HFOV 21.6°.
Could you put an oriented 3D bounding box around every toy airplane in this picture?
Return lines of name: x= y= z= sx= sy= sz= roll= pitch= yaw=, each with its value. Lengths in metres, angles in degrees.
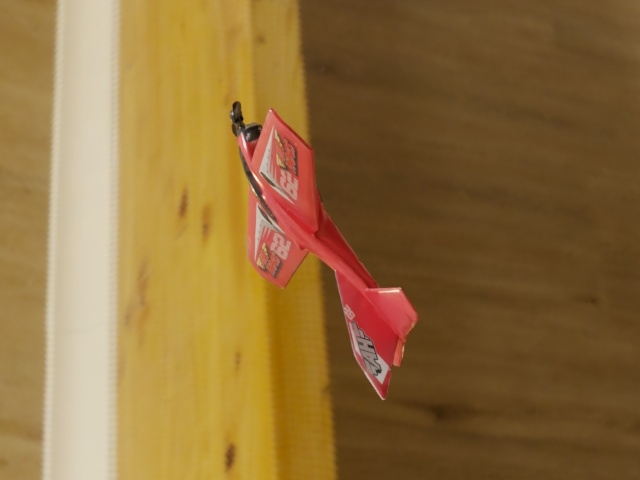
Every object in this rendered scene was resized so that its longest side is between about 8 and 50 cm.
toy airplane: x=0.000 y=0.000 z=0.732 sx=0.028 sy=0.151 sz=0.151 roll=-26 pitch=-105 yaw=-17
